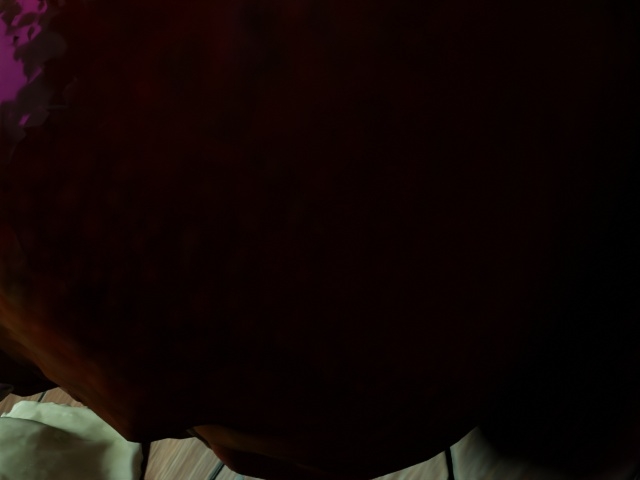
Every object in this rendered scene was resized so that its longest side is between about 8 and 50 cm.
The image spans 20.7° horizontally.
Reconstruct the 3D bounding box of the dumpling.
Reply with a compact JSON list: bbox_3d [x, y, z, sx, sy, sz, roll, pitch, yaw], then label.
[{"bbox_3d":[-0.178,0.168,1.112,0.155,0.181,0.111,-36,-25,-7],"label":"dumpling"}]

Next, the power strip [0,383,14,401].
[{"bbox_3d":[-0.160,0.118,0.567,0.191,0.030,0.047,-50,9,7],"label":"power strip"}]

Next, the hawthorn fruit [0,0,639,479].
[{"bbox_3d":[-0.014,-0.051,0.624,0.300,0.275,0.275,-46,16,-2],"label":"hawthorn fruit"}]
